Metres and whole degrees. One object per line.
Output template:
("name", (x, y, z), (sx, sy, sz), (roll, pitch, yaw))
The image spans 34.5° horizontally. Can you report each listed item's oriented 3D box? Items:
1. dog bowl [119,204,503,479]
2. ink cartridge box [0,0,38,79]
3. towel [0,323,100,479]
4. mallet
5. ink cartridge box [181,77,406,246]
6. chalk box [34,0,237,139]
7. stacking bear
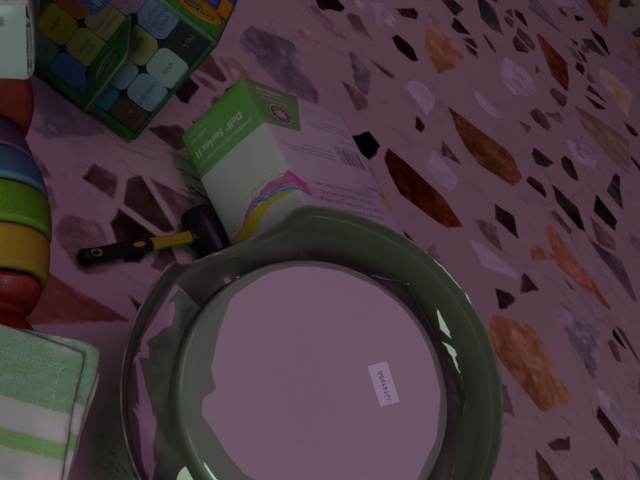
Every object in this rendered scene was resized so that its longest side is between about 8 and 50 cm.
("dog bowl", (-0.012, 0.146, 0.937), (0.348, 0.102, 0.349), (6, 69, -16))
("ink cartridge box", (-0.391, -0.217, 0.815), (0.330, 0.072, 0.324), (1, 30, -15))
("towel", (-0.273, 0.195, 0.660), (0.247, 0.038, 0.325), (23, 62, -37))
("mallet", (-0.171, 0.011, 1.089), (0.189, 0.039, 0.062), (-23, 77, -51))
("ink cartridge box", (0.000, 0.000, 1.198), (0.207, 0.119, 0.354), (11, 47, -54))
("chalk box", (-0.219, -0.256, 1.173), (0.179, 0.180, 0.289), (37, 33, -17))
("stacking bear", (-0.292, 0.016, 0.831), (0.164, 0.175, 0.289), (67, 8, -70))
